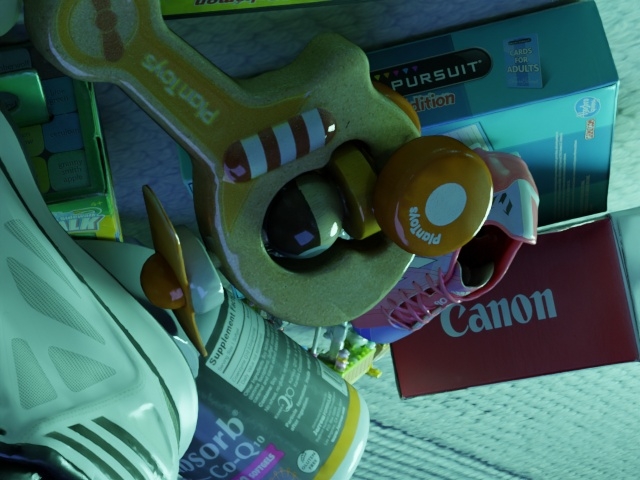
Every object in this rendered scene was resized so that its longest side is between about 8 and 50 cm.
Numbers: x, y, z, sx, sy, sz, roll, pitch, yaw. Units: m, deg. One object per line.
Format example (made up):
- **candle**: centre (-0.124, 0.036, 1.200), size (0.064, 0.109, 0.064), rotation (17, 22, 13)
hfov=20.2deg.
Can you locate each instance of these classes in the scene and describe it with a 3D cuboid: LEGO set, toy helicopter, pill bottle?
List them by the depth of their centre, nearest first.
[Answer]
- **toy helicopter**: centre (-0.069, -0.057, 1.193), size (0.235, 0.140, 0.355), rotation (-48, 126, 3)
- **pill bottle**: centre (-0.103, 0.128, 1.602), size (0.278, 0.162, 0.162), rotation (38, 132, -23)
- **LEGO set**: centre (-0.013, 0.088, 1.771), size (0.287, 0.132, 0.107), rotation (-1, 113, -33)

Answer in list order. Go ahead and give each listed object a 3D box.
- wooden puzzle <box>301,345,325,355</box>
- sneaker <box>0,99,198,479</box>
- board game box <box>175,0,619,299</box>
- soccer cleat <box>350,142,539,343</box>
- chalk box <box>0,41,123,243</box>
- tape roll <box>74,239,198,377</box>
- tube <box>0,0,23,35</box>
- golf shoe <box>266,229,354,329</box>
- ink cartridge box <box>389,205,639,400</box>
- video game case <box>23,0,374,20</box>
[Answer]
- **wooden puzzle**: centre (-0.038, 0.135, 1.955), size (0.078, 0.014, 0.116), rotation (-3, 155, -32)
- **sneaker**: centre (-0.244, 0.027, 1.072), size (0.169, 0.257, 0.447), rotation (-41, 105, 12)
- **board game box**: centre (0.066, -0.067, 1.464), size (0.336, 0.079, 0.254), rotation (-13, 157, 1)
- **soccer cleat**: centre (0.093, 0.024, 1.427), size (0.083, 0.095, 0.248), rotation (12, 140, -26)
- **chalk box**: centre (-0.218, -0.054, 1.283), size (0.132, 0.132, 0.213), rotation (-10, 157, -4)
- **tape roll**: centre (-0.202, 0.079, 1.337), size (0.219, 0.072, 0.219), rotation (-11, 157, -5)
- **tube**: centre (-0.190, -0.198, 1.043), size (0.070, 0.062, 0.240), rotation (15, 154, -8)
- **golf shoe**: centre (0.000, 0.000, 1.429), size (0.086, 0.069, 0.176), rotation (-28, 166, -28)
- **ink cartridge box**: centre (0.203, 0.055, 1.593), size (0.272, 0.130, 0.309), rotation (-9, 175, -38)
- **video game case**: centre (-0.044, -0.220, 1.119), size (0.275, 0.035, 0.248), rotation (-7, 156, -15)
